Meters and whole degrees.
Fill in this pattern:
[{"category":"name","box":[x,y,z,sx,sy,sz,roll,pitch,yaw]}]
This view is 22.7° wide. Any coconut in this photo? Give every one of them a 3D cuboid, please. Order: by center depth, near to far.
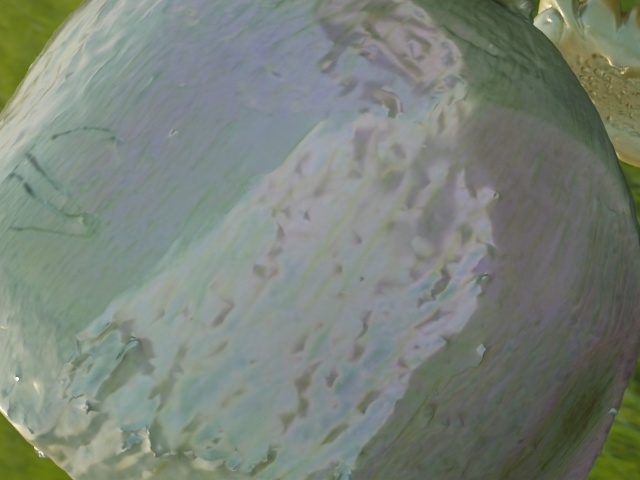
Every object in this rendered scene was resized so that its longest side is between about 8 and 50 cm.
[{"category":"coconut","box":[0.000,0.000,0.892,0.404,0.404,0.405,-34,45,43]}]

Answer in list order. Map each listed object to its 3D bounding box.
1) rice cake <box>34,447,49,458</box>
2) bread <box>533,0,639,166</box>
[{"category":"rice cake","box":[-0.165,0.091,1.301,0.207,0.047,0.036,-60,-16,-14]},{"category":"bread","box":[0.365,-0.161,1.732,0.121,0.311,0.173,-55,-13,-56]}]
